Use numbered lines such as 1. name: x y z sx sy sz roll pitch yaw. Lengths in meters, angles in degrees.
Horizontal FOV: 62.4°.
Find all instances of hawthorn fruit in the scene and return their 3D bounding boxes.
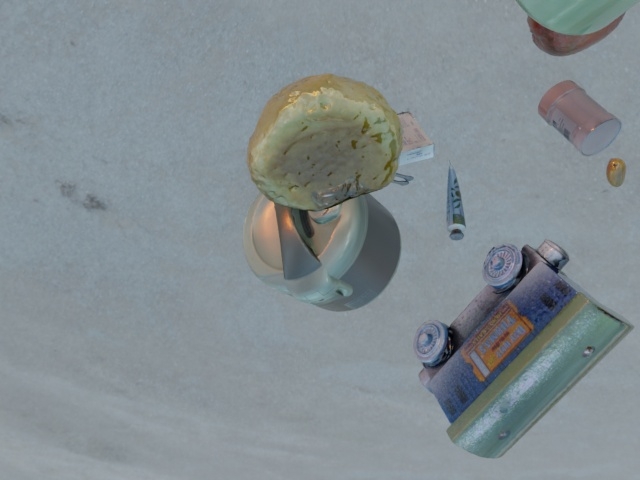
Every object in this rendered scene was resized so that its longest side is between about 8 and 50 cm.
1. hawthorn fruit: 0.714 -0.661 1.474 0.300 0.275 0.275 -15 134 3

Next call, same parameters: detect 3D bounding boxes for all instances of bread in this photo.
1. bread: 0.007 -0.154 0.830 0.245 0.134 0.244 -7 134 -7

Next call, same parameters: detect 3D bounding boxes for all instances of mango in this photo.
1. mango: 1.042 -0.238 1.864 0.061 0.080 0.114 5 143 32

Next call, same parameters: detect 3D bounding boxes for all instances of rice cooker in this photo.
1. rice cooker: 0.000 0.000 1.257 0.336 0.334 0.325 -20 153 23

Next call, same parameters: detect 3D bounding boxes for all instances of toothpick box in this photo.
1. toothpick box: 0.554 -0.264 1.137 0.099 0.148 0.098 -16 141 -13

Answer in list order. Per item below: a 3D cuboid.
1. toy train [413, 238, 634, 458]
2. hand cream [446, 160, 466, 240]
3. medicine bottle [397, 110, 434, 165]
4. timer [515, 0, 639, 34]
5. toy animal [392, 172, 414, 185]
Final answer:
1. toy train: 0.266 0.146 0.760 0.131 0.202 0.299 26 111 -27
2. hand cream: 0.425 -0.127 1.678 0.058 0.271 0.091 -9 147 22
3. medicine bottle: 0.214 -0.294 1.533 0.171 0.201 0.052 -16 133 -6
4. timer: 0.459 -0.495 0.757 0.291 0.290 0.315 20 173 -16
5. toy animal: 0.136 -0.294 1.799 0.302 0.284 0.225 -13 159 -37
